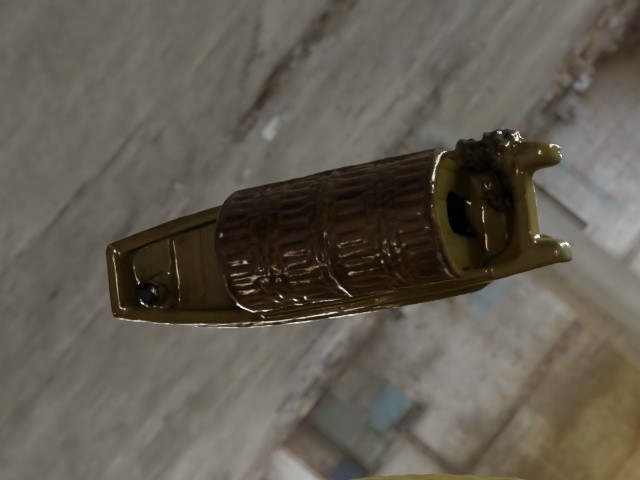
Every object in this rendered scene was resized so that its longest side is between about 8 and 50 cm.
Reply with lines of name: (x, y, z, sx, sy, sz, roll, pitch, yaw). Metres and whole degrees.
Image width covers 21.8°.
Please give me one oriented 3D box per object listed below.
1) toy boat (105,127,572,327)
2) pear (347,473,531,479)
toy boat: (0.000, 0.000, 0.743, 0.226, 0.068, 0.088, -10, 172, 25)
pear: (0.035, 0.208, 0.594, 0.271, 0.271, 0.271, -51, 174, -7)
